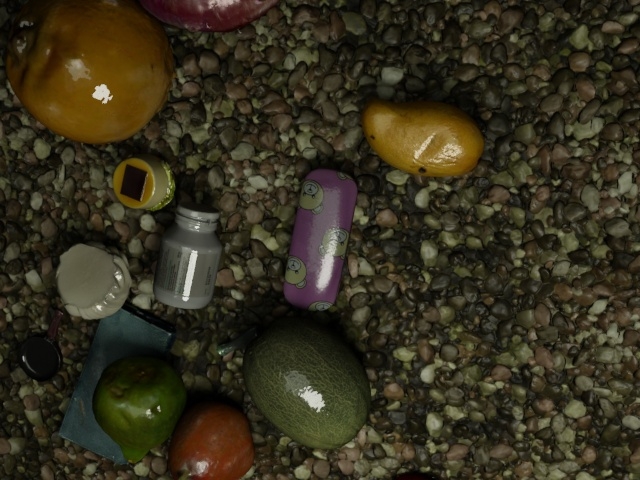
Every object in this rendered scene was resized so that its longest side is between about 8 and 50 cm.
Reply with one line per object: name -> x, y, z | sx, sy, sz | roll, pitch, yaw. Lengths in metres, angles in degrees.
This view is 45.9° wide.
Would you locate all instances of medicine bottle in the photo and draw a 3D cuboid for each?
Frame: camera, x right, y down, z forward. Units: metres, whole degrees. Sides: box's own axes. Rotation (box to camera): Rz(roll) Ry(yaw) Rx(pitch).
medicine bottle -> -0.286, 0.030, 1.657 | 0.135, 0.135, 0.215 | 14, 102, 6

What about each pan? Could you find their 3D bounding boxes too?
pan -> -0.651, 0.242, 1.799 | 0.115, 0.040, 0.212 | 31, 111, 2

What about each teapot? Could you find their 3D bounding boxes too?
teapot -> -0.184, 0.232, 1.731 | 0.111, 0.043, 0.042 | -24, 96, 16

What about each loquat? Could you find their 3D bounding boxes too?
loquat -> -0.460, -0.354, 1.521 | 0.329, 0.328, 0.328 | 2, 101, 8

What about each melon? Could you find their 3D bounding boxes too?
melon -> -0.024, 0.305, 1.622 | 0.237, 0.237, 0.301 | -43, 93, 14

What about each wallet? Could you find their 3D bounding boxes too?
wallet -> -0.480, 0.336, 1.791 | 0.191, 0.046, 0.378 | 24, 103, 4

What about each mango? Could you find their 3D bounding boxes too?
mango -> 0.208, -0.215, 1.553 | 0.262, 0.109, 0.157 | 21, 113, 9

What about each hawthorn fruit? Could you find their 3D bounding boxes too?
hawthorn fruit -> -0.258, 0.477, 1.683 | 0.200, 0.251, 0.199 | 7, 110, 20

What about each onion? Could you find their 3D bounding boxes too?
onion -> -0.208, -0.533, 1.493 | 0.348, 0.285, 0.347 | -3, 59, 5

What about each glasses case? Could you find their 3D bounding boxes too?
glasses case -> 0.000, 0.000, 1.638 | 0.123, 0.076, 0.316 | 12, 102, 6

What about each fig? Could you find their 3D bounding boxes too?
fig -> -0.402, 0.396, 1.691 | 0.206, 0.206, 0.275 | 11, 122, 6

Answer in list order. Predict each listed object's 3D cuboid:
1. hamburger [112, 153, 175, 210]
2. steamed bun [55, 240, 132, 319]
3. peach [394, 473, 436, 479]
hamburger -> -0.386, -0.128, 1.670 | 0.141, 0.081, 0.126 | 4, 99, 20
steamed bun -> -0.505, 0.088, 1.709 | 0.183, 0.106, 0.182 | -1, 82, 10
peach -> 0.234, 0.639, 1.704 | 0.196, 0.226, 0.189 | -12, 138, -22
